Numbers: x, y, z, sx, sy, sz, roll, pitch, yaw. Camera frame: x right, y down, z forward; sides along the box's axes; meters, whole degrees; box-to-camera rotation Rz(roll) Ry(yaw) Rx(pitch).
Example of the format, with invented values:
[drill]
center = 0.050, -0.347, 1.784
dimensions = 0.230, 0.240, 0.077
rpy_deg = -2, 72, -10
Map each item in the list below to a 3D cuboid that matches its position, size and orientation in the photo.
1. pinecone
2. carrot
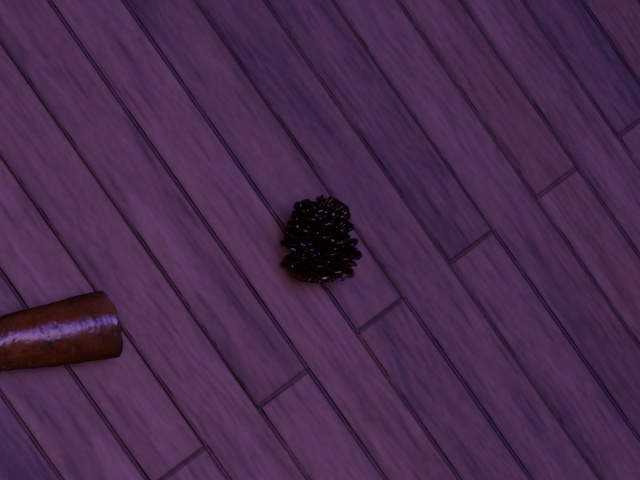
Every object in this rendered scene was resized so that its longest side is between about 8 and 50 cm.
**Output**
[pinecone]
center = 0.000, 0.000, 1.657
dimensions = 0.077, 0.083, 0.077
rpy_deg = 0, 37, 0
[carrot]
center = -0.277, 0.092, 1.530
dimensions = 0.210, 0.061, 0.061
rpy_deg = -12, 81, -22
